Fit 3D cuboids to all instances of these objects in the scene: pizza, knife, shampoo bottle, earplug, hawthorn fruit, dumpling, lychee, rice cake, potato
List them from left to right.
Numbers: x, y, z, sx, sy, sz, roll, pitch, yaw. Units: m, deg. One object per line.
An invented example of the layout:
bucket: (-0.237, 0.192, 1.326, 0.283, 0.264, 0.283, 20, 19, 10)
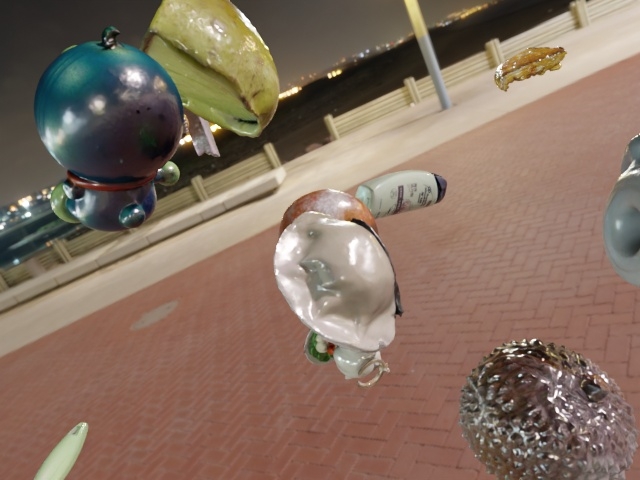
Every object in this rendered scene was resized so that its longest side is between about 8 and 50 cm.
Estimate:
knife: (-0.302, 0.275, 0.495, 0.043, 0.020, 0.293, 15, 15, -7)
rice cake: (-0.360, -0.388, 1.331, 0.056, 0.365, 0.072, -15, 22, 7)
potato: (-0.192, -0.359, 0.967, 0.330, 0.280, 0.212, 8, 71, 64)
hawthorn fruit: (0.018, 0.009, 1.153, 0.231, 0.263, 0.235, 10, 69, 11)
dumpling: (0.044, 0.064, 0.896, 0.163, 0.293, 0.204, -32, -13, 18)
shampoo bottle: (0.259, -0.151, 1.535, 0.359, 0.134, 0.078, -14, 33, -38)
pizza: (0.403, -0.335, 0.953, 0.131, 0.041, 0.178, -9, 27, 32)
lychee: (0.400, 0.327, 0.894, 0.300, 0.300, 0.300, -23, 16, 7)
earplug: (0.617, -0.065, 0.889, 0.325, 0.175, 0.214, -58, -15, -24)

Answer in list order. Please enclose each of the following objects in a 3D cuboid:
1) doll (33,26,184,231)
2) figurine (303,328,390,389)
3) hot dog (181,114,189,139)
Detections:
doll: (-0.304, -0.149, 0.739, 0.186, 0.322, 0.198, 35, 43, 30)
figurine: (0.057, 0.222, 0.962, 0.132, 0.132, 0.154, -32, 38, -22)
hot dog: (-0.430, -0.294, 1.307, 0.253, 0.131, 0.069, -10, 35, 47)
